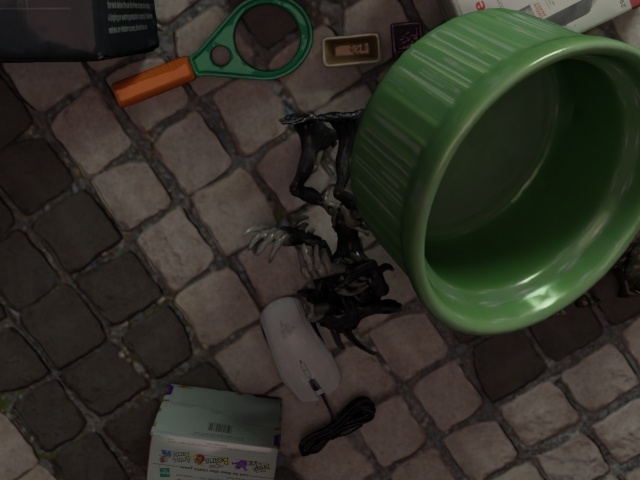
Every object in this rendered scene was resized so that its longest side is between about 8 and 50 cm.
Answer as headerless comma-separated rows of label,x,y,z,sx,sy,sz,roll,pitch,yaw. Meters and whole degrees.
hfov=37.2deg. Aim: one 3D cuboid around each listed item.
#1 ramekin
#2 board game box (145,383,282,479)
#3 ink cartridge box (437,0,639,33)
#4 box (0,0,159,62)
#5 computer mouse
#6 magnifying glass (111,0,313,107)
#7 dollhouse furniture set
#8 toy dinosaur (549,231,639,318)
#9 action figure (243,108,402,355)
ramekin,0.176,-0.073,0.921,0.303,0.148,0.304,-18,128,-24
board game box,-0.134,0.329,1.119,0.144,0.142,0.276,8,103,-3
ink cartridge box,0.230,-0.287,0.997,0.217,0.092,0.159,-24,103,7
box,-0.413,-0.401,0.861,0.479,0.297,0.472,-1,102,0
computer mouse,-0.015,0.159,1.129,0.106,0.042,0.193,-26,103,7
magnifying glass,-0.118,-0.200,1.048,0.230,0.026,0.092,-20,103,5
dollhouse furniture set,0.061,-0.185,1.024,0.114,0.081,0.091,-5,104,1
toy dinosaur,0.307,-0.003,1.073,0.313,0.121,0.161,-9,92,7
action figure,0.000,0.000,1.034,0.140,0.164,0.276,-12,102,-38
